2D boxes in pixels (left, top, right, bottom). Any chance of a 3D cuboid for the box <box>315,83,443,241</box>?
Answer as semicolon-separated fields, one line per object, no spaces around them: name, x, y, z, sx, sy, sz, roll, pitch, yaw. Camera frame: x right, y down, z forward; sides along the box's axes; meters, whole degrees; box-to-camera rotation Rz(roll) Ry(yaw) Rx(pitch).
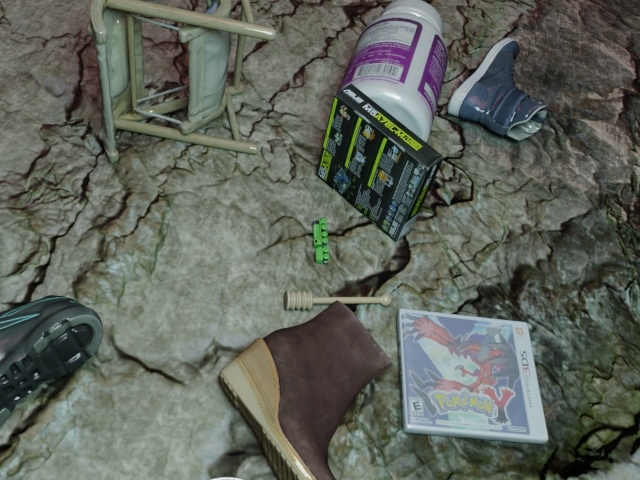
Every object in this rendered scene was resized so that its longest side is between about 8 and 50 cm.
box;0.082;-0.114;1.056;0.045;0.190;0.184;-36;68;-29

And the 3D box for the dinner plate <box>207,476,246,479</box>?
dinner plate;-0.110;0.345;0.790;0.141;0.017;0.141;7;54;-9

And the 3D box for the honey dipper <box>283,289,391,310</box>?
honey dipper;0.028;0.087;0.999;0.161;0.030;0.030;2;55;-14

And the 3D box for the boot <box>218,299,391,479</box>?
boot;0.013;0.203;0.873;0.207;0.090;0.248;-26;60;-25

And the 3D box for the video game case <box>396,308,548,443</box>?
video game case;0.210;0.188;0.971;0.202;0.023;0.183;7;54;-8

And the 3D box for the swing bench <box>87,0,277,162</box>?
swing bench;-0.219;-0.268;1.059;0.255;0.253;0.165;-5;56;-17

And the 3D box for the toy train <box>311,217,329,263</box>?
toy train;0.000;0.000;1.063;0.024;0.017;0.083;-3;55;-2

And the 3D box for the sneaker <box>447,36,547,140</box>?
sneaker;0.365;-0.283;1.296;0.163;0.086;0.226;29;63;22

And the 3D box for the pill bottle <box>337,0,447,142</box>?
pill bottle;0.131;-0.290;1.208;0.169;0.169;0.301;19;53;1

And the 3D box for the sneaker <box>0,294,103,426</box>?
sneaker;-0.397;0.157;0.830;0.267;0.101;0.106;-32;42;-26
